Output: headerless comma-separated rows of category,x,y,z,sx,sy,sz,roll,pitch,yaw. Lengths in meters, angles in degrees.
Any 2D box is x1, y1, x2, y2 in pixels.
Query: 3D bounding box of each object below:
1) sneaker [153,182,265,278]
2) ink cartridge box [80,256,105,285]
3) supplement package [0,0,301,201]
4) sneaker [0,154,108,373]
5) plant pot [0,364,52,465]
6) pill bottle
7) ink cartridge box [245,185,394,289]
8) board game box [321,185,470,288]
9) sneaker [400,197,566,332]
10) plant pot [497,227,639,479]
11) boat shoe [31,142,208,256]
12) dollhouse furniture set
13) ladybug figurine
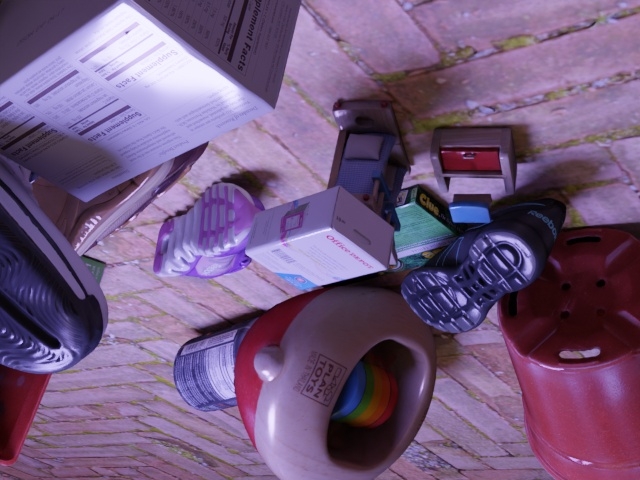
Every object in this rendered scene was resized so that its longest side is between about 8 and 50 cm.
sneaker,-0.124,-0.003,1.258,0.104,0.095,0.236,19,156,-29
ink cartridge box,-0.461,0.063,1.474,0.219,0.092,0.160,23,149,-21
supplement package,-0.154,-0.181,0.809,0.262,0.204,0.145,-18,139,42
sneaker,-0.304,-0.074,0.952,0.447,0.257,0.169,40,126,20
plant pot,-0.624,0.199,1.628,0.267,0.267,0.236,32,156,-35
pill bottle,-0.118,0.197,1.567,0.130,0.130,0.246,31,145,-33
ink cartridge box,0.000,0.000,0.980,0.122,0.052,0.088,-15,142,41
board game box,0.062,0.003,1.262,0.260,0.030,0.136,-16,140,40
sneaker,0.195,0.031,1.150,0.101,0.106,0.267,49,147,-3
plant pot,0.349,0.141,1.200,0.272,0.272,0.265,-6,140,27
boat shoe,-0.263,-0.053,1.157,0.342,0.123,0.123,-33,169,34
dollhouse furniture set,0.103,-0.061,1.024,0.184,0.129,0.129,1,150,18
ladybug figurine,0.016,0.199,1.382,0.162,0.305,0.449,23,172,32
